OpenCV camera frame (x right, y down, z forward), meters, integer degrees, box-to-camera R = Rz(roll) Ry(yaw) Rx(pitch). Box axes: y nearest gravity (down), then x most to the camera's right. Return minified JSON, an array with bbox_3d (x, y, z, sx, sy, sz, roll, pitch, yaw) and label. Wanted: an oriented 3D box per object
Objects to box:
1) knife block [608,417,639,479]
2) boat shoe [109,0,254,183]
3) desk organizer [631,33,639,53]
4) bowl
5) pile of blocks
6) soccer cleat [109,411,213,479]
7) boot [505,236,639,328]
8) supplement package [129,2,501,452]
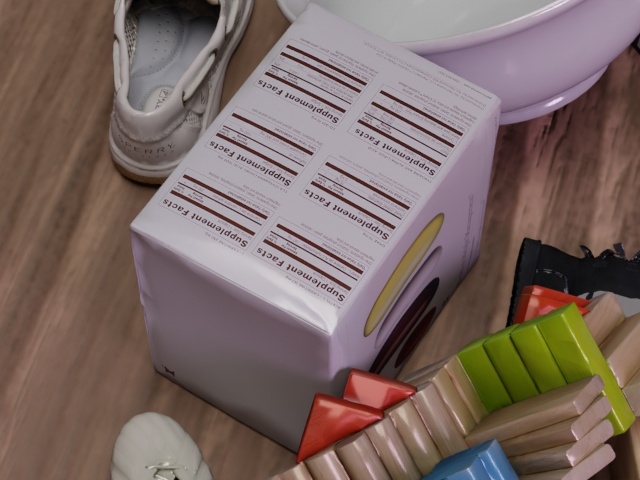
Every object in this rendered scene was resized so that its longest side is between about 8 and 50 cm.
[{"bbox_3d":[0.239,0.265,1.148,0.276,0.088,0.242,34,64,18],"label":"knife block"},{"bbox_3d":[-0.102,-0.178,1.411,0.098,0.096,0.277,3,58,2],"label":"boat shoe"},{"bbox_3d":[0.249,-0.184,1.447,0.050,0.047,0.130,-26,62,-18],"label":"desk organizer"},{"bbox_3d":[0.124,-0.175,1.360,0.298,0.134,0.298,-15,36,11],"label":"bowl"},{"bbox_3d":[0.074,0.112,1.139,0.362,0.149,0.112,-32,96,-29],"label":"pile of blocks"},{"bbox_3d":[-0.095,0.189,1.199,0.068,0.076,0.196,-7,59,-5],"label":"soccer cleat"},{"bbox_3d":[0.178,0.054,1.305,0.099,0.045,0.121,13,60,2],"label":"boot"},{"bbox_3d":[0.000,0.000,1.246,0.149,0.194,0.203,28,63,17],"label":"supplement package"}]
